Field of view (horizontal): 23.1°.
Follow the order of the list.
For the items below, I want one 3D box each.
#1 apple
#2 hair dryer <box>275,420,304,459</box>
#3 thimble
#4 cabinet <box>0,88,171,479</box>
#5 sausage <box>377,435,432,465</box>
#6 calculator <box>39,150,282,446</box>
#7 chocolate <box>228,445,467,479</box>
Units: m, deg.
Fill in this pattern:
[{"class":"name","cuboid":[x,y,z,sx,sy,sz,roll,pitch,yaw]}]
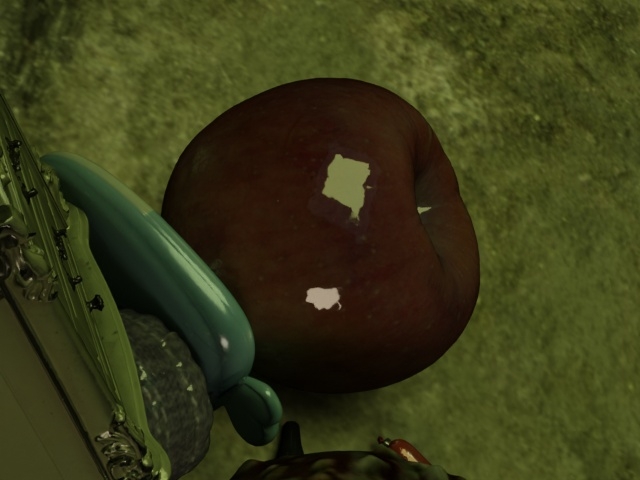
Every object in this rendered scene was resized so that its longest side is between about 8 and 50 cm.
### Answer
[{"class":"apple","cuboid":[0.000,0.000,1.390,0.306,0.235,0.306,47,35,-48]},{"class":"hair dryer","cuboid":[-0.006,0.207,1.391,0.083,0.031,0.079,37,31,-25]},{"class":"thimble","cuboid":[-0.164,0.134,1.243,0.097,0.150,0.150,-22,71,-47]},{"class":"cabinet","cuboid":[-0.274,0.021,1.047,0.227,0.318,0.290,-21,52,-4]},{"class":"sausage","cuboid":[0.145,0.268,1.436,0.253,0.034,0.034,44,42,2]},{"class":"calculator","cuboid":[-0.141,0.051,1.298,0.042,0.188,0.303,-36,79,-33]},{"class":"chocolate","cuboid":[0.065,0.282,1.238,0.340,0.210,0.225,29,46,-13]}]
